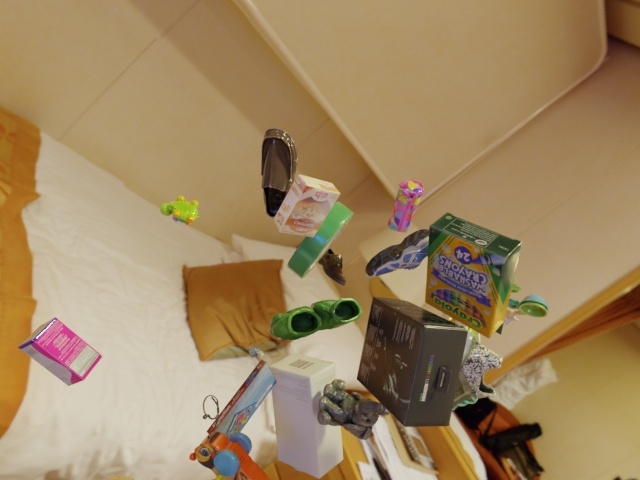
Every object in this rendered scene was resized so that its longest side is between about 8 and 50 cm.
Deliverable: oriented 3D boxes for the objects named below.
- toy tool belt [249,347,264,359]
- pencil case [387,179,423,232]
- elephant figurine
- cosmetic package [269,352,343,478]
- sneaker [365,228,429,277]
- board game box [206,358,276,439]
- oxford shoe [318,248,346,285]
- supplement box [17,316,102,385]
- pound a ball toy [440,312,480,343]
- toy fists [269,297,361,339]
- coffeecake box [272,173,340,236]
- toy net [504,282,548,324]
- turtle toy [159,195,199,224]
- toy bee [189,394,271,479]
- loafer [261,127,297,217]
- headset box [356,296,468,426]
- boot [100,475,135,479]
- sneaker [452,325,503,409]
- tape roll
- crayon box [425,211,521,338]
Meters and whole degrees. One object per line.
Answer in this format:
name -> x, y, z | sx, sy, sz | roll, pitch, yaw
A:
toy tool belt -> -0.314, 0.538, 2.077 | 0.083, 0.052, 0.051 | 8, -33, 39
pencil case -> 0.338, -0.134, 1.729 | 0.104, 0.104, 0.236 | 58, -25, 34
elephant figurine -> 0.121, 0.571, 1.429 | 0.239, 0.170, 0.186 | 10, 0, 22
cosmetic package -> -0.052, 0.645, 1.619 | 0.156, 0.217, 0.385 | -13, 102, -49
sneaker -> 0.222, 0.052, 1.175 | 0.081, 0.211, 0.080 | 64, -3, -22
board game box -> -0.257, 0.552, 1.457 | 0.027, 0.281, 0.145 | 18, -39, 30
oxford shoe -> 0.061, 0.108, 1.900 | 0.082, 0.096, 0.227 | 29, 17, -41
supplement box -> -0.902, 0.391, 1.513 | 0.220, 0.111, 0.114 | 53, 33, -21
pound a ball toy -> 0.512, 0.268, 1.686 | 0.208, 0.135, 0.319 | 40, 45, -35
toy fists -> -0.019, 0.232, 1.294 | 0.279, 0.142, 0.096 | -10, 74, -34
coffeecake box -> -0.046, -0.108, 1.402 | 0.142, 0.185, 0.068 | 8, 34, -40
toy net -> 0.524, 0.192, 1.202 | 0.122, 0.045, 0.232 | 22, -27, 6
turtle toy -> -0.480, -0.099, 1.479 | 0.130, 0.066, 0.095 | 19, 45, -20
toy bee -> -0.269, 0.586, 1.193 | 0.195, 0.162, 0.298 | 11, 50, -61
loafer -> -0.161, -0.242, 1.658 | 0.130, 0.133, 0.366 | -72, 163, -56
headset box -> 0.228, 0.301, 1.111 | 0.131, 0.247, 0.283 | 9, 3, -21
boot -> -0.523, 0.639, 0.917 | 0.104, 0.295, 0.211 | 43, -40, 33
sneaker -> 0.447, 0.473, 1.370 | 0.182, 0.410, 0.158 | 25, 36, 22
tape roll -> 0.000, 0.000, 1.650 | 0.077, 0.321, 0.321 | 38, 9, 5
crayon box -> 0.380, 0.110, 1.122 | 0.203, 0.083, 0.323 | 29, -39, 38
